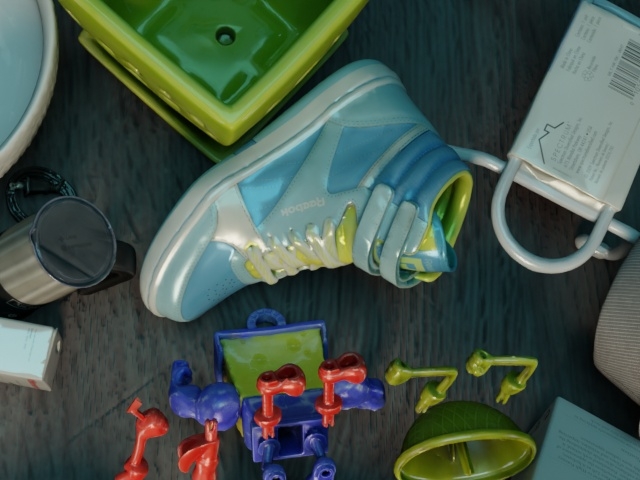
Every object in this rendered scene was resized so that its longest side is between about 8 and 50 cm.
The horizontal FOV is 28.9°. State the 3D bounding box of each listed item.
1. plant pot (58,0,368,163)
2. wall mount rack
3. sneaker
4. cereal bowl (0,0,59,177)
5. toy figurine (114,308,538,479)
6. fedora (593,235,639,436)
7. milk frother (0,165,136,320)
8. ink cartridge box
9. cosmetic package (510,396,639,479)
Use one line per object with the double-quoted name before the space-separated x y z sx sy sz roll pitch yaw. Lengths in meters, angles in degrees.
"plant pot" -0.096 -0.218 1.160 0.228 0.207 0.227 41 76 4
"wall mount rack" 0.209 -0.141 1.222 0.304 0.130 0.350 27 76 -3
"sneaker" 0.000 0.000 1.122 0.319 0.127 0.208 -43 64 -1
"cereal bowl" -0.406 -0.169 1.150 0.339 0.141 0.339 1 78 -5
"toy figurine" -0.008 0.115 1.108 0.362 0.191 0.217 -8 38 -8
"fedora" 0.351 0.057 1.162 0.124 0.244 0.275 35 82 32
"milk frother" -0.247 -0.013 1.132 0.129 0.135 0.143 -11 82 -45
"ink cartridge box" -0.301 0.098 1.126 0.122 0.088 0.052 10 76 -4
"cosmetic package" 0.217 0.259 1.090 0.117 0.085 0.231 29 43 4
